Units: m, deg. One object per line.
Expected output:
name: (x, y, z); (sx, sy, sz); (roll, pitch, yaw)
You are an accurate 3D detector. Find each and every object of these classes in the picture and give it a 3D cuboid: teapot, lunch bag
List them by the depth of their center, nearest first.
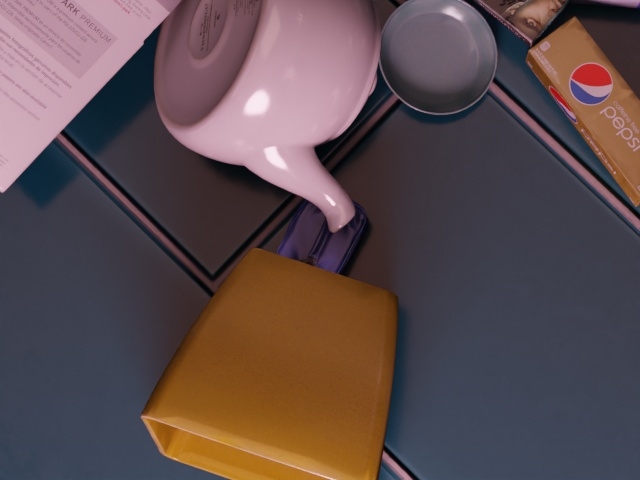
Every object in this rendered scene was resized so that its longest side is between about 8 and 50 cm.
teapot: (-0.028, -0.182, 1.665); (0.187, 0.252, 0.256); (15, 110, -31)
lunch bag: (0.000, 0.000, 1.704); (0.067, 0.065, 0.098); (27, 87, 6)

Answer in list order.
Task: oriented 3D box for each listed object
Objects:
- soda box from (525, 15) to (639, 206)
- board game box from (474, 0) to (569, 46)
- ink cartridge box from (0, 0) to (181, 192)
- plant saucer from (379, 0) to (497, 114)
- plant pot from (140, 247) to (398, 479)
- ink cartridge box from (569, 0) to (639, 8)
soda box: (0.274, -0.122, 1.694); (0.058, 0.061, 0.181); (-37, 84, 0)
board game box: (0.168, -0.289, 1.676); (0.186, 0.026, 0.126); (39, 90, 7)
ink cartridge box: (-0.322, -0.243, 1.618); (0.272, 0.309, 0.130); (-45, 42, 4)
plant saucer: (0.112, -0.180, 1.722); (0.119, 0.021, 0.119); (1, 85, -10)
plant pot: (-0.026, 0.128, 1.634); (0.212, 0.212, 0.187); (18, 75, 6)
ink cartridge box: (0.251, -0.323, 1.713); (0.311, 0.065, 0.186); (5, 87, 8)
